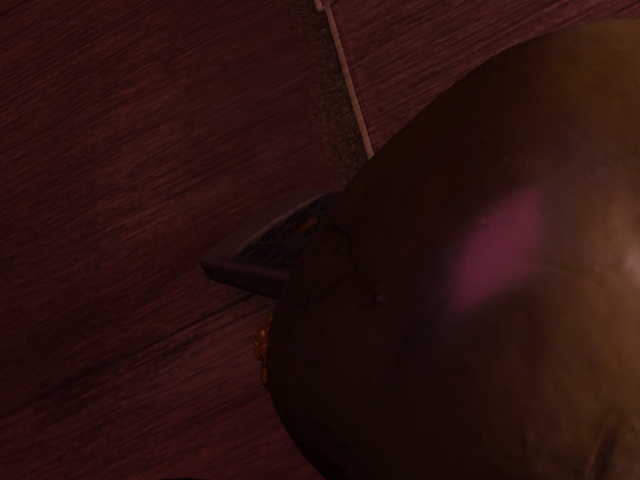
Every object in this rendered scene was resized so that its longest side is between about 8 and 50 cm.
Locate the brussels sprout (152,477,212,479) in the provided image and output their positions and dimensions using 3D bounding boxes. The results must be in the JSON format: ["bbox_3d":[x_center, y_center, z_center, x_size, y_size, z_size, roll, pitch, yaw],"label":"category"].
[{"bbox_3d":[-0.079,0.278,0.654,0.344,0.344,0.268,10,105,39],"label":"brussels sprout"}]

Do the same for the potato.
[{"bbox_3d":[0.116,0.027,0.656,0.326,0.221,0.243,-42,18,11],"label":"potato"}]

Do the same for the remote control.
[{"bbox_3d":[0.000,0.000,0.911,0.123,0.038,0.285,-33,17,-18],"label":"remote control"}]

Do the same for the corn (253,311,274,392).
[{"bbox_3d":[0.084,0.061,0.848,0.291,0.101,0.101,-17,49,25],"label":"corn"}]
